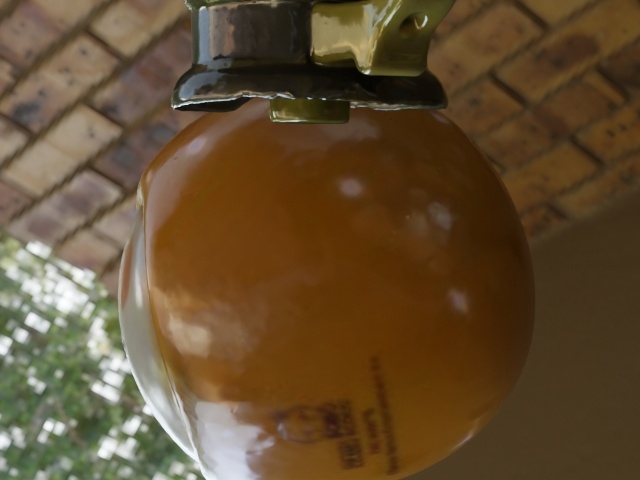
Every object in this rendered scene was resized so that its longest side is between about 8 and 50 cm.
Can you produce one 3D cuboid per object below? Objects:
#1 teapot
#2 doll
[{"bbox_3d":[0.004,-0.099,0.532,0.165,0.130,0.119,6,-82,64],"label":"teapot"},{"bbox_3d":[0.000,0.000,0.790,0.213,0.213,0.236,-38,-139,31],"label":"doll"}]
